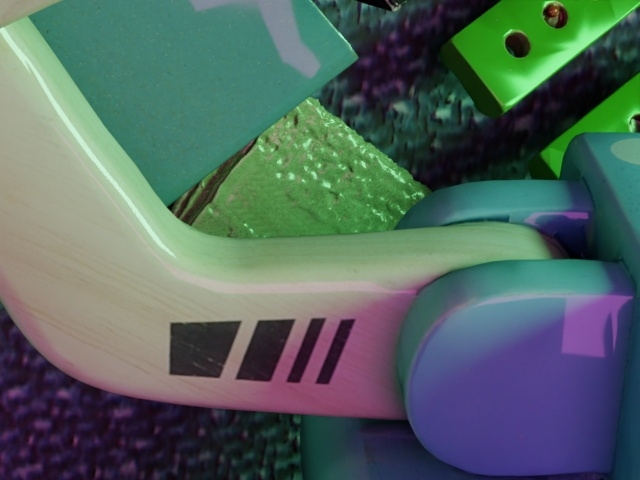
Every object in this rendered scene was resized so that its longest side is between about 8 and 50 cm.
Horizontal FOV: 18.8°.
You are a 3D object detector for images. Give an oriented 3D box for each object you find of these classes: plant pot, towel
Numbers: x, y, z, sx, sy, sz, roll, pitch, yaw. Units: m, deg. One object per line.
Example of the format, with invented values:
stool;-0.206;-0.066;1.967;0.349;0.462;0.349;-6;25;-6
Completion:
plant pot;-0.140;-0.075;0.809;0.234;0.166;0.165;-41;112;2
towel;0.000;0.000;0.938;0.148;0.027;0.110;34;90;-21

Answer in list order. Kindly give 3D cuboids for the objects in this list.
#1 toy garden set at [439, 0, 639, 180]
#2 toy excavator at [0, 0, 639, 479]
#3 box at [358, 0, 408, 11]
toy garden set;0.201;-0.049;0.960;0.204;0.049;0.244;-38;91;-23
toy excavator;0.042;0.056;0.729;0.445;0.222;0.433;-2;118;-7
box;0.060;-0.182;0.831;0.191;0.184;0.045;-42;113;-4
